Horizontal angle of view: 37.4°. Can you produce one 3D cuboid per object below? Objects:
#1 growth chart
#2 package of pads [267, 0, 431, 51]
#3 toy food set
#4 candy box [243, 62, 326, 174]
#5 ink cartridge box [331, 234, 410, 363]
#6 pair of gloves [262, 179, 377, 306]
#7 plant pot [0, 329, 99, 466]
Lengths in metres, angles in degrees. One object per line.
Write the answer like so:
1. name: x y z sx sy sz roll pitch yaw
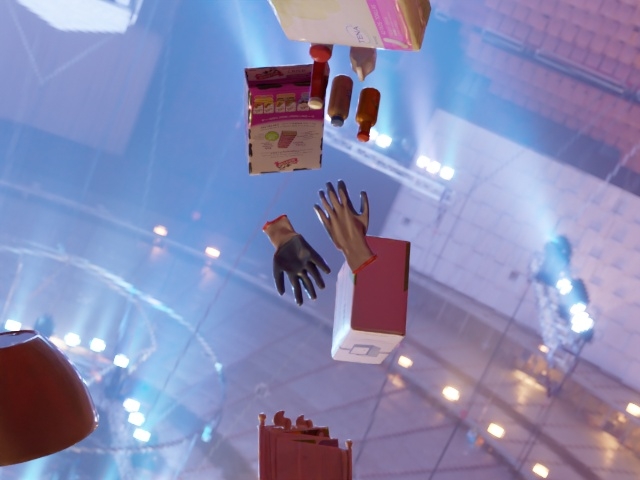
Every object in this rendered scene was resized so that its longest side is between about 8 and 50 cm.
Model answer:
1. growth chart: -0.026 0.426 1.823 0.237 0.172 0.021 21 151 -30
2. package of pads: 0.022 -0.383 1.362 0.229 0.101 0.296 9 164 18
3. toy food set: 0.037 -0.273 1.608 0.111 0.104 0.232 2 150 12
4. candy box: -0.075 -0.246 1.934 0.159 0.233 0.071 -5 -133 -9
5. ink cartridge box: 0.101 0.129 1.955 0.114 0.198 0.273 7 161 -5
6. pair of gloves: 0.000 0.000 1.460 0.023 0.198 0.159 26 -145 -60
7. plant pot: -0.566 0.272 1.735 0.284 0.191 0.284 -7 -169 1
